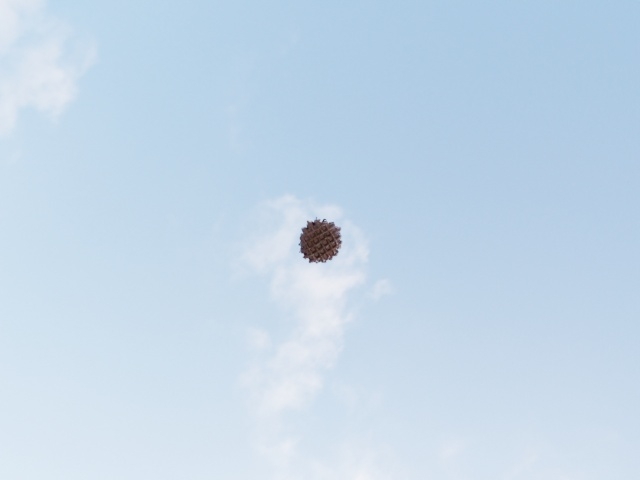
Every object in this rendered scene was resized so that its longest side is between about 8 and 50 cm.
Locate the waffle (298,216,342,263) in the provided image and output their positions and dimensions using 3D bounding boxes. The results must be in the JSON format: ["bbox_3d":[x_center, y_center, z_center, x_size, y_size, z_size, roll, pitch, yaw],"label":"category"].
[{"bbox_3d":[0.000,0.000,1.034,0.075,0.029,0.083,4,-73,-14],"label":"waffle"}]
